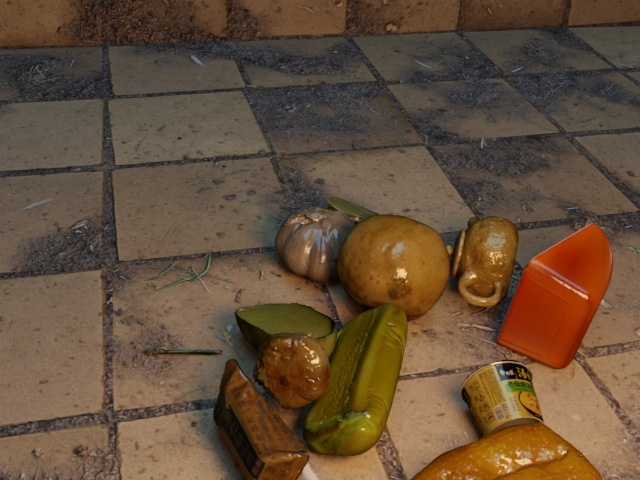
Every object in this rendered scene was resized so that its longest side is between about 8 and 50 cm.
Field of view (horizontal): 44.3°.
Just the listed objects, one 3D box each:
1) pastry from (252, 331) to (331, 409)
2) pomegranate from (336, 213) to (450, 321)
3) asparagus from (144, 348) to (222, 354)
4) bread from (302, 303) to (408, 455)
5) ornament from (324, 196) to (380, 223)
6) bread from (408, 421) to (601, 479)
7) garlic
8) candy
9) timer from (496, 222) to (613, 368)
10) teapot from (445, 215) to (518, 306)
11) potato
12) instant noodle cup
[{"bbox_3d":[-0.052,0.242,1.479,0.153,0.153,0.081,8,9,7],"label":"pastry"},{"bbox_3d":[0.164,0.060,1.778,0.260,0.260,0.260,2,34,-1],"label":"pomegranate"},{"bbox_3d":[-0.293,0.238,1.680,0.166,0.016,0.013,1,49,-6],"label":"asparagus"},{"bbox_3d":[0.085,0.276,1.560,0.166,0.112,0.383,-26,21,28],"label":"bread"},{"bbox_3d":[0.115,-0.060,2.089,0.201,0.059,0.180,28,18,17],"label":"ornament"},{"bbox_3d":[0.326,0.458,1.291,0.328,0.148,0.337,-11,36,-20],"label":"bread"},{"bbox_3d":[-0.004,-0.001,1.933,0.228,0.152,0.228,8,32,-5],"label":"garlic"},{"bbox_3d":[-0.124,0.348,1.435,0.101,0.143,0.271,5,29,-42],"label":"candy"},{"bbox_3d":[0.532,0.115,1.719,0.161,0.257,0.250,28,43,22],"label":"timer"},{"bbox_3d":[0.366,0.047,1.844,0.167,0.203,0.311,11,40,8],"label":"teapot"},{"bbox_3d":[-0.065,0.212,1.639,0.160,0.111,0.272,-8,13,-33],"label":"potato"},{"bbox_3d":[0.352,0.321,1.508,0.151,0.151,0.122,-2,45,-7],"label":"instant noodle cup"}]
